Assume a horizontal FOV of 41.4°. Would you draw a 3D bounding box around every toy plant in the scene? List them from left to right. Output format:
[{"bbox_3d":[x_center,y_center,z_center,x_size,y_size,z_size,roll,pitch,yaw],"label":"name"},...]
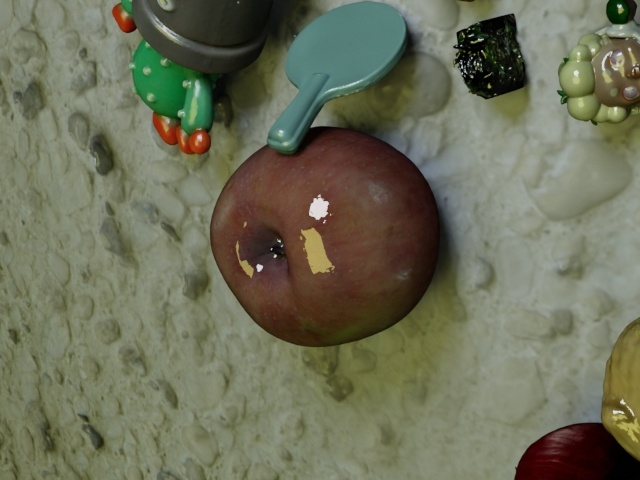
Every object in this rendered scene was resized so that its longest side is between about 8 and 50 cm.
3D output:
[{"bbox_3d":[-0.176,-0.298,1.151,0.279,0.185,0.400,46,146,6],"label":"toy plant"}]

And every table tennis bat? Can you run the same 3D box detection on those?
[{"bbox_3d":[0.010,-0.201,1.011,0.152,0.244,0.040,15,152,32],"label":"table tennis bat"}]

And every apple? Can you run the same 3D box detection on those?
[{"bbox_3d":[0.000,0.000,1.066,0.305,0.235,0.306,15,114,37],"label":"apple"}]

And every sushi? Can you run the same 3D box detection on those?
[{"bbox_3d":[0.186,-0.201,0.943,0.056,0.084,0.083,-15,96,42],"label":"sushi"}]

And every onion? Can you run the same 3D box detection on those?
[{"bbox_3d":[0.331,0.323,0.881,0.285,0.273,0.273,-21,91,45],"label":"onion"}]

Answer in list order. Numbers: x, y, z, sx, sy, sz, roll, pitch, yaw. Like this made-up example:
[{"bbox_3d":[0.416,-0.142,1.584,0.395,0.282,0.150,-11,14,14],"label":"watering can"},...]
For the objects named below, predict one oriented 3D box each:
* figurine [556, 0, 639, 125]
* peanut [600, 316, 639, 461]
[{"bbox_3d":[0.327,-0.177,0.827,0.197,0.093,0.147,-19,103,41],"label":"figurine"},{"bbox_3d":[0.391,0.138,0.829,0.233,0.110,0.197,-31,68,1],"label":"peanut"}]
